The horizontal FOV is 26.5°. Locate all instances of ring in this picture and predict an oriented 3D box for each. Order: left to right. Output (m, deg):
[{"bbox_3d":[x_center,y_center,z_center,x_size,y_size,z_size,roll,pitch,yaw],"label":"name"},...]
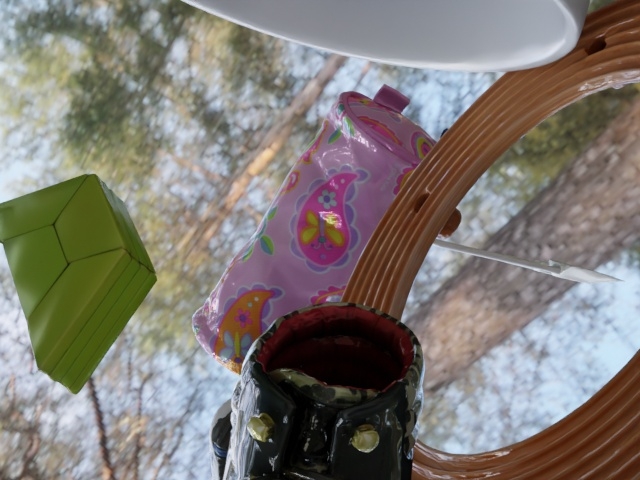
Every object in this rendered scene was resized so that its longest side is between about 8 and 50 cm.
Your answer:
[{"bbox_3d":[0.117,0.014,0.685,0.032,0.336,0.337,36,-127,-25],"label":"ring"}]

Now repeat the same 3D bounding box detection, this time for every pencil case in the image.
[{"bbox_3d":[0.000,0.000,1.213,0.124,0.284,0.124,28,-158,-13],"label":"pencil case"}]

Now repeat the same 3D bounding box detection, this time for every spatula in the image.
[{"bbox_3d":[0.209,0.017,1.560,0.242,0.168,0.019,14,-87,-21],"label":"spatula"}]

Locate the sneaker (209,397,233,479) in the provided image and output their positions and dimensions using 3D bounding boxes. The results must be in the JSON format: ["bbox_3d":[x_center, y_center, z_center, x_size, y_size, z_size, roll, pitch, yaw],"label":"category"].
[{"bbox_3d":[-0.060,0.198,1.131,0.080,0.211,0.081,-33,-131,-19],"label":"sneaker"}]

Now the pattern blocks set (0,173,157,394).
[{"bbox_3d":[-0.175,0.077,0.435,0.285,0.026,0.325,-41,-140,-1],"label":"pattern blocks set"}]

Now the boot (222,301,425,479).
[{"bbox_3d":[-0.018,0.138,0.473,0.085,0.179,0.236,10,-160,10],"label":"boot"}]

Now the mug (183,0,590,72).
[{"bbox_3d":[0.089,-0.279,0.751,0.374,0.276,0.328,15,-96,-10],"label":"mug"}]
